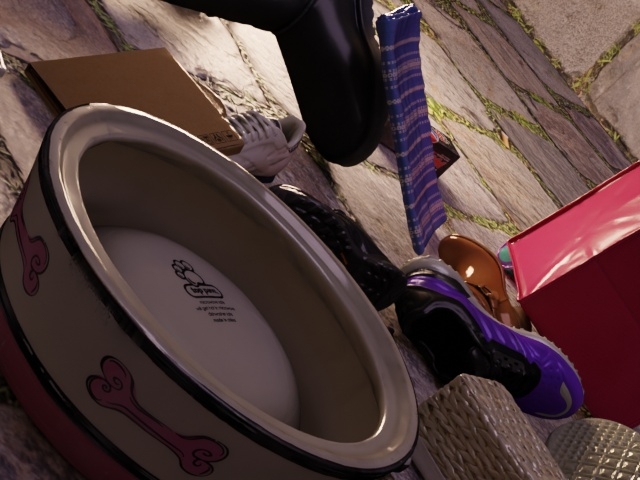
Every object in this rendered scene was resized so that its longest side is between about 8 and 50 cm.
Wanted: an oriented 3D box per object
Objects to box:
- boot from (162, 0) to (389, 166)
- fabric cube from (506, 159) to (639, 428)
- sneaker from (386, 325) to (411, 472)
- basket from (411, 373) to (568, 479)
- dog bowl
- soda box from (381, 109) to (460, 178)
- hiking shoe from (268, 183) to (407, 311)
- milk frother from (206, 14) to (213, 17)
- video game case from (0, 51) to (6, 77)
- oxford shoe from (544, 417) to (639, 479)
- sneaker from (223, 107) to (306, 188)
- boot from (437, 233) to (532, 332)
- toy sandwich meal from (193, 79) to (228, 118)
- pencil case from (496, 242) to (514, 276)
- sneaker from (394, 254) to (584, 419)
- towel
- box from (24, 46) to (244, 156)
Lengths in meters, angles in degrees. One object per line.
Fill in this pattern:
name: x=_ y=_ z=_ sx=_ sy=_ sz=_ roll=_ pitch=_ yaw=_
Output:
boot: x=-0.120 y=-0.318 z=1.992 sx=0.445 sy=0.146 sz=0.367 roll=19 pitch=52 yaw=-39
fabric cube: x=0.446 y=0.080 z=2.116 sx=0.258 sy=0.259 sz=0.254 roll=54 pitch=15 yaw=-15
sneaker: x=0.040 y=0.130 z=1.521 sx=0.084 sy=0.097 sz=0.234 roll=19 pitch=32 yaw=-50
basket: x=0.177 y=0.235 z=1.576 sx=0.113 sy=0.103 sz=0.167 roll=19 pitch=32 yaw=-53
dog bowl: x=-0.111 y=0.078 z=1.248 sx=0.408 sy=0.150 sz=0.408 roll=38 pitch=21 yaw=-18
soda box: x=0.150 y=-0.168 z=2.383 sx=0.169 sy=0.060 sz=0.053 roll=29 pitch=26 yaw=-39
hiking shoe: x=0.000 y=0.000 z=1.752 sx=0.227 sy=0.086 sz=0.114 roll=39 pitch=6 yaw=-32
milk frother: x=-0.164 y=-0.405 z=2.202 sx=0.135 sy=0.129 sz=0.143 roll=51 pitch=-23 yaw=14
video game case: x=-0.438 y=-0.292 z=1.508 sx=0.204 sy=0.025 sz=0.285 roll=27 pitch=27 yaw=-43
oxford shoe: x=0.381 y=0.372 z=1.704 sx=0.449 sy=0.169 sz=0.130 roll=-121 pitch=-161 yaw=-53
sneaker: x=-0.105 y=-0.116 z=1.726 sx=0.090 sy=0.095 sz=0.235 roll=53 pitch=24 yaw=14
boot: x=0.204 y=0.066 z=2.020 sx=0.197 sy=0.073 sz=0.152 roll=51 pitch=24 yaw=22
toy sandwich meal: x=-0.151 y=-0.168 z=1.834 sx=0.085 sy=0.029 sz=0.085 roll=34 pitch=24 yaw=-18
pencil case: x=0.357 y=0.049 z=2.361 sx=0.152 sy=0.064 sz=0.070 roll=33 pitch=48 yaw=-31
sneaker: x=0.204 y=0.154 z=1.818 sx=0.293 sy=0.102 sz=0.146 roll=36 pitch=25 yaw=-11
towel: x=0.135 y=-0.166 z=2.088 sx=0.243 sy=0.040 sz=0.336 roll=-45 pitch=126 yaw=-74
box: x=-0.201 y=-0.144 z=1.604 sx=0.201 sy=0.021 sz=0.164 roll=-16 pitch=59 yaw=-47
